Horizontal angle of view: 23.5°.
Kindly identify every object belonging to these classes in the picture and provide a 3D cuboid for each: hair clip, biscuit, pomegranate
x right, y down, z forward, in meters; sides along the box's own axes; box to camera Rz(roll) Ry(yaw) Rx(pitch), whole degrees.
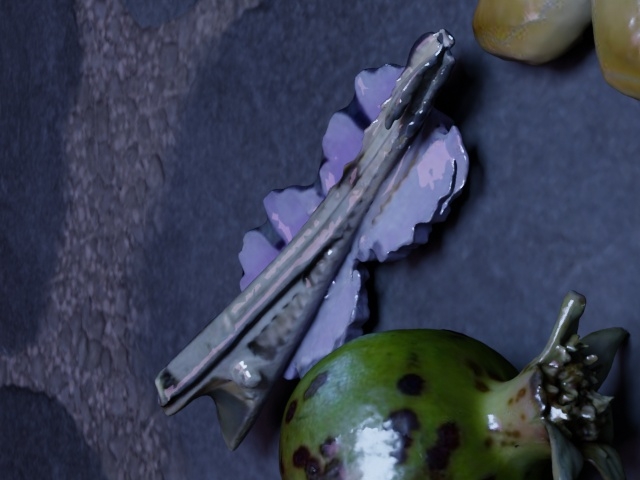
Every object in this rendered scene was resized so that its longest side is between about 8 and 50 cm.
[{"bbox_3d":[0.000,0.000,0.860,0.292,0.084,0.106,-55,43,28],"label":"hair clip"},{"bbox_3d":[0.145,-0.172,0.705,0.164,0.047,0.208,27,108,48],"label":"biscuit"},{"bbox_3d":[0.066,0.105,0.731,0.169,0.148,0.148,-11,78,25],"label":"pomegranate"}]
